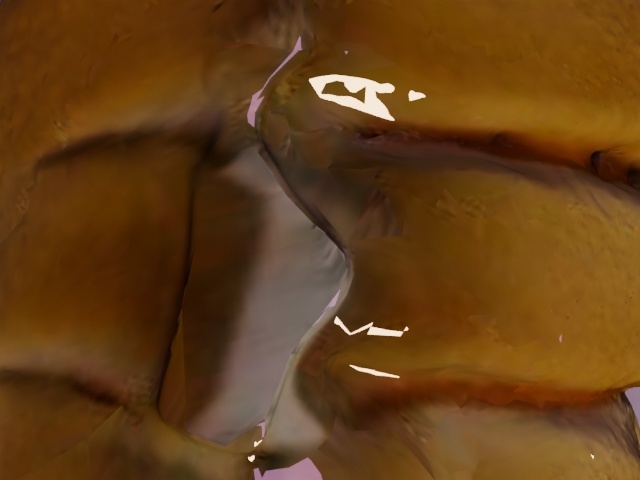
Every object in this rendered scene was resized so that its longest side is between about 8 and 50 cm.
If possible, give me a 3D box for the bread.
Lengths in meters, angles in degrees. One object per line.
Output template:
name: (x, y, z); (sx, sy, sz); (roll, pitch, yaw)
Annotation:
bread: (0.000, 0.000, 0.643); (0.301, 0.210, 0.341); (14, 83, 1)
